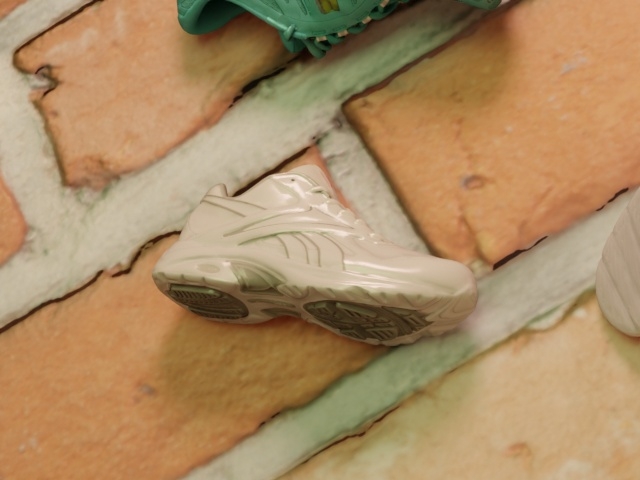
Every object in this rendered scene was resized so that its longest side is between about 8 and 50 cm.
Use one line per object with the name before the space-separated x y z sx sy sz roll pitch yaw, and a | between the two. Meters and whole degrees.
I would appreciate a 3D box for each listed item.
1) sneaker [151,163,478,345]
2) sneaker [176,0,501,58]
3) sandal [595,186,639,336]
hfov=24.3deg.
sneaker | 0.000 0.000 1.001 0.232 0.090 0.115 8 66 24
sneaker | 0.012 -0.187 1.094 0.275 0.107 0.110 9 89 30
sandal | 0.269 -0.052 0.932 0.265 0.076 0.102 -57 43 13
